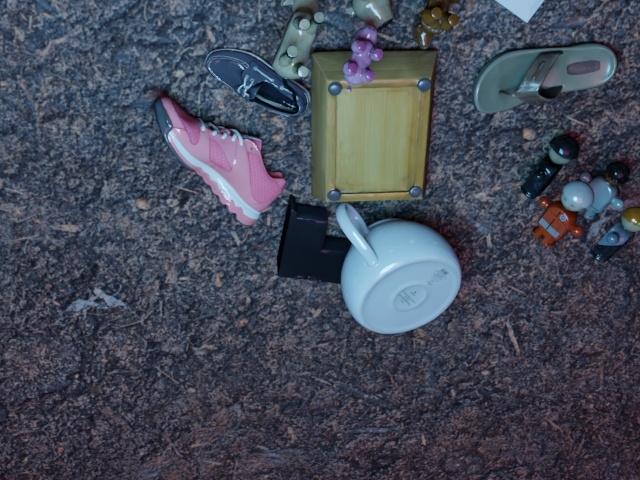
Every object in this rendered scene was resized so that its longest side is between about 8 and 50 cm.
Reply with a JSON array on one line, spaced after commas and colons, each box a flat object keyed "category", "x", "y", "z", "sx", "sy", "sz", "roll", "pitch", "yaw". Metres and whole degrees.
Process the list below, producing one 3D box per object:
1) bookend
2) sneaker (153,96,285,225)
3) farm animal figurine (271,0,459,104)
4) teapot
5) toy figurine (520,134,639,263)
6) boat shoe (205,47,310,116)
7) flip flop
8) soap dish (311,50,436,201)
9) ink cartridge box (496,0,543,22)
[{"category": "bookend", "x": 0.000, "y": 0.000, "z": 1.641, "sx": 0.156, "sy": 0.072, "sz": 0.157, "roll": 7, "pitch": 119, "yaw": -9}, {"category": "sneaker", "x": -0.185, "y": -0.173, "z": 1.519, "sx": 0.136, "sy": 0.116, "sz": 0.314, "roll": -38, "pitch": 123, "yaw": 6}, {"category": "farm animal figurine", "x": 0.053, "y": -0.422, "z": 1.342, "sx": 0.330, "sy": 0.172, "sz": 0.326, "roll": -16, "pitch": 103, "yaw": -10}, {"category": "teapot", "x": 0.139, "y": 0.045, "z": 1.581, "sx": 0.253, "sy": 0.187, "sz": 0.256, "roll": -7, "pitch": 136, "yaw": -19}, {"category": "toy figurine", "x": 0.512, "y": -0.082, "z": 1.551, "sx": 0.210, "sy": 0.213, "sz": 0.148, "roll": 18, "pitch": 131, "yaw": -13}, {"category": "boat shoe", "x": -0.116, "y": -0.285, "z": 1.456, "sx": 0.206, "sy": 0.065, "sz": 0.075, "roll": 25, "pitch": 120, "yaw": -6}, {"category": "flip flop", "x": 0.418, "y": -0.299, "z": 1.491, "sx": 0.277, "sy": 0.080, "sz": 0.112, "roll": -9, "pitch": 121, "yaw": 1}, {"category": "soap dish", "x": 0.098, "y": -0.204, "z": 1.501, "sx": 0.229, "sy": 0.118, "sz": 0.290, "roll": -2, "pitch": 120, "yaw": -3}, {"category": "ink cartridge box", "x": 0.290, "y": -0.457, "z": 1.373, "sx": 0.181, "sy": 0.104, "sz": 0.061, "roll": 29, "pitch": 114, "yaw": -19}]
